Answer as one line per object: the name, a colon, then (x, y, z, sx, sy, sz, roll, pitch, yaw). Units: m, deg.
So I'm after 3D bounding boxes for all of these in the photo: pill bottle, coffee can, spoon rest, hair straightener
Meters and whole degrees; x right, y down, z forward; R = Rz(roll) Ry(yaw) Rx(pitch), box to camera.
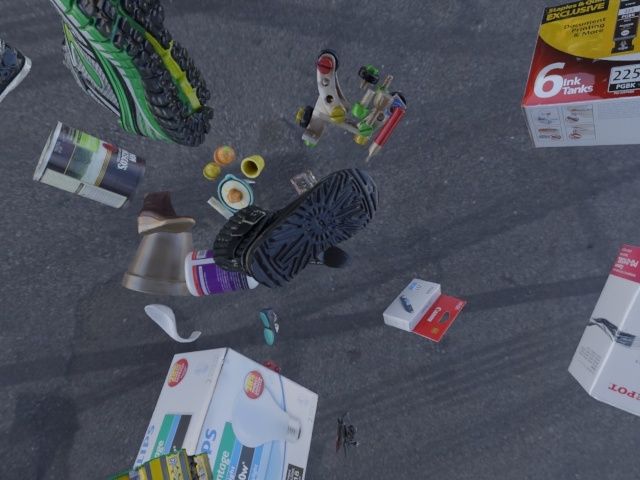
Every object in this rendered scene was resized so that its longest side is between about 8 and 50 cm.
pill bottle: (-0.366, 0.116, 1.644, 0.323, 0.181, 0.181, -7, 96, -4)
coffee can: (-0.757, -0.239, 1.352, 0.275, 0.201, 0.201, 22, 91, -38)
spoon rest: (-0.657, 0.370, 1.801, 0.276, 0.137, 0.084, 47, 45, -31)
hair straightener: (0.101, 0.683, 1.433, 0.089, 0.047, 0.230, 14, 121, 21)

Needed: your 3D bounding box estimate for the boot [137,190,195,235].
boot: (-0.638, -0.129, 1.698, 0.248, 0.090, 0.207, -8, 58, 4)

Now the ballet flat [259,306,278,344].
ballet flat: (-0.225, 0.388, 1.868, 0.074, 0.074, 0.203, -13, 119, -8)

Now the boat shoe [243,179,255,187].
boat shoe: (-0.282, -0.209, 1.543, 0.046, 0.125, 0.038, 12, 103, 6)

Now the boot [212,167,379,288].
boot: (-0.066, -0.042, 0.900, 0.348, 0.260, 0.131, -35, 110, -21)

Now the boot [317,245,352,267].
boot: (0.000, 0.000, 1.676, 0.264, 0.280, 0.096, 11, 112, -2)

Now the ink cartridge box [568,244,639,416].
ink cartridge box: (0.525, 0.148, 0.626, 0.172, 0.100, 0.237, 20, 99, 10)

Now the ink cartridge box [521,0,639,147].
ink cartridge box: (0.507, -0.295, 0.622, 0.130, 0.309, 0.272, 34, 69, -48)

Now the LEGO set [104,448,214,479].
LEGO set: (-0.245, 0.425, 0.552, 0.255, 0.331, 0.192, -14, 64, -23)

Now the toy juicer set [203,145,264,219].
toy juicer set: (-0.333, -0.178, 1.451, 0.209, 0.089, 0.329, 24, 125, 3)

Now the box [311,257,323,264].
box: (-0.062, 0.023, 1.908, 0.184, 0.045, 0.190, 0, 53, 6)

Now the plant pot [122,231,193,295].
plant pot: (-0.711, 0.086, 1.870, 0.323, 0.323, 0.280, 9, 88, -10)

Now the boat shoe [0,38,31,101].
boat shoe: (-0.682, -0.296, 0.803, 0.084, 0.079, 0.233, 26, 79, 20)

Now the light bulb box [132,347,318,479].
light bulb box: (-0.225, 0.509, 1.035, 0.361, 0.225, 0.358, 41, 46, -37)

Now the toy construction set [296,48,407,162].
toy construction set: (0.071, -0.294, 1.014, 0.257, 0.309, 0.237, 14, 126, -28)

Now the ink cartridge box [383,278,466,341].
ink cartridge box: (0.472, 0.302, 1.840, 0.296, 0.261, 0.066, -38, 127, -38)

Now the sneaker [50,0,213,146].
sneaker: (-0.261, -0.239, 0.479, 0.146, 0.343, 0.134, 4, 58, 12)

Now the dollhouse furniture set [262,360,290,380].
dollhouse furniture set: (-0.318, 0.615, 1.666, 0.374, 0.152, 0.201, -14, 75, -30)

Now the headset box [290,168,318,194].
headset box: (-0.057, -0.195, 1.371, 0.062, 0.083, 0.032, 59, 41, -16)
